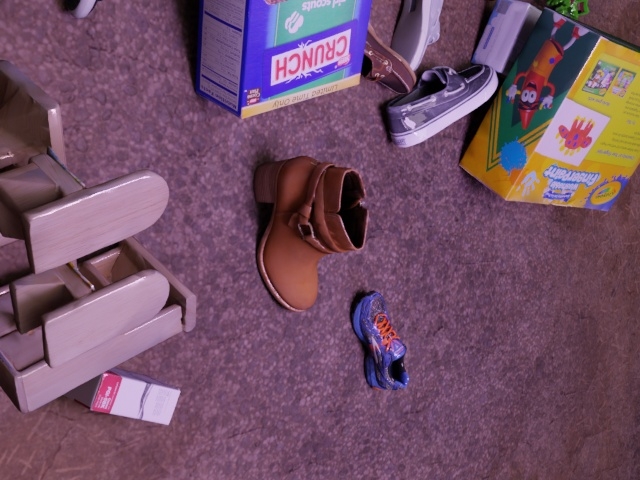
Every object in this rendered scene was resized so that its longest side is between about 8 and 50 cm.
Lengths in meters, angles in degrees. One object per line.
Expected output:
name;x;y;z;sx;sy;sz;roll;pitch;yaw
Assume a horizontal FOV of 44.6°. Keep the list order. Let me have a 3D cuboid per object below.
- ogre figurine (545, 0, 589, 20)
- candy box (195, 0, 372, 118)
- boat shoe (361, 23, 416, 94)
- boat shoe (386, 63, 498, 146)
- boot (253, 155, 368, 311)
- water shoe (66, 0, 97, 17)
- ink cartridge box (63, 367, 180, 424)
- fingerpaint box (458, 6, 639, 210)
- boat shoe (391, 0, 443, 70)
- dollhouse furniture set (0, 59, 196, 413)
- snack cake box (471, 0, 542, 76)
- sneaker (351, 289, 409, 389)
ogre figurine;0.567;-0.557;1.816;0.118;0.096;0.197;44;23;-43
candy box;-0.046;-0.373;1.189;0.268;0.122;0.317;-26;139;-38
boat shoe;0.093;-0.329;1.432;0.207;0.073;0.073;37;64;-29
boat shoe;0.241;-0.299;1.558;0.301;0.108;0.102;-35;120;-26
boot;0.000;0.000;1.289;0.109;0.220;0.284;-17;107;-40
water shoe;-0.280;-0.389;1.079;0.080;0.072;0.203;28;78;-44
ink cartridge box;-0.289;0.220;1.135;0.135;0.099;0.056;25;79;-41
fingerpaint box;0.568;-0.268;1.724;0.444;0.163;0.371;1;124;-42
boat shoe;0.201;-0.422;1.514;0.081;0.079;0.228;19;80;-38
dollhouse furniture set;-0.298;-0.022;0.936;0.256;0.362;0.394;-27;141;-36
snack cake box;0.469;-0.418;1.728;0.264;0.089;0.152;11;106;-43
sneaker;0.128;0.197;1.526;0.083;0.087;0.221;-33;117;-36
